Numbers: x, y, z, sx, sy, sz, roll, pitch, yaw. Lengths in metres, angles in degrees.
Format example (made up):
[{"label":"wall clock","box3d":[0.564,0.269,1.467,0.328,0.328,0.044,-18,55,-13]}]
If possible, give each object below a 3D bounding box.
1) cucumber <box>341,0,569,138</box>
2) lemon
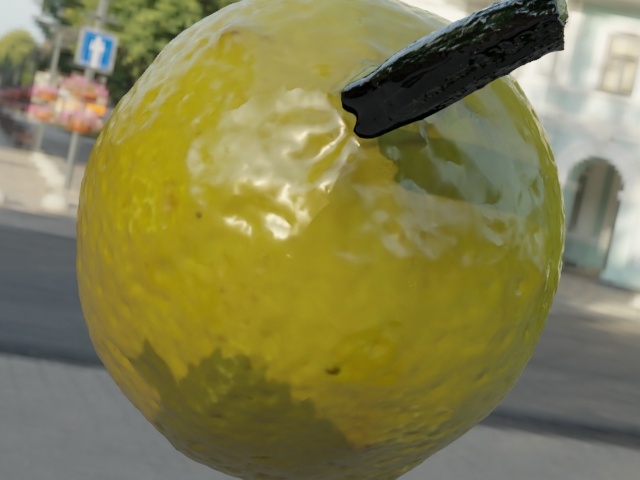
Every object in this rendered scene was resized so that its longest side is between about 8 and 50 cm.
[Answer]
[{"label":"cucumber","box3d":[0.057,-0.079,0.599,0.135,0.033,0.034,-22,-20,38]},{"label":"lemon","box3d":[0.000,0.001,0.860,0.336,0.336,0.336,12,4,-1]}]
